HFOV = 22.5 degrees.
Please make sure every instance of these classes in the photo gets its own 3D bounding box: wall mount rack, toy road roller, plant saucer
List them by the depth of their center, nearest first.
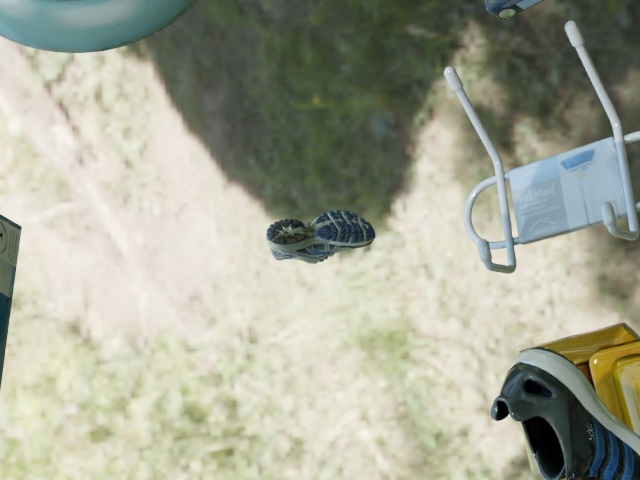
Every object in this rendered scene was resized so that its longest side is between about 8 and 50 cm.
[{"bbox_3d":[-0.250,-0.344,1.653,0.044,0.317,0.317,96,160,-70],"label":"plant saucer"},{"bbox_3d":[0.406,0.210,2.069,0.240,0.329,0.202,-4,-101,-74],"label":"toy road roller"},{"bbox_3d":[0.317,-0.124,2.277,0.350,0.130,0.304,-18,72,33],"label":"wall mount rack"}]

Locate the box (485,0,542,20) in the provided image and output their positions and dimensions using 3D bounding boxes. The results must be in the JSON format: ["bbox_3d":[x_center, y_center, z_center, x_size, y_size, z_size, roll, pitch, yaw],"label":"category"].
[{"bbox_3d":[0.284,-0.438,2.200,0.159,0.044,0.233,-25,61,32],"label":"box"}]

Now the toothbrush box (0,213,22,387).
[{"bbox_3d":[-0.379,0.042,1.249,0.126,0.295,0.216,-8,66,27],"label":"toothbrush box"}]

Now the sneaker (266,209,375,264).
[{"bbox_3d":[0.000,0.000,1.989,0.058,0.135,0.052,92,174,-52],"label":"sneaker"}]

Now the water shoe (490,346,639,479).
[{"bbox_3d":[0.216,0.178,1.336,0.203,0.080,0.073,46,157,-16],"label":"water shoe"}]
